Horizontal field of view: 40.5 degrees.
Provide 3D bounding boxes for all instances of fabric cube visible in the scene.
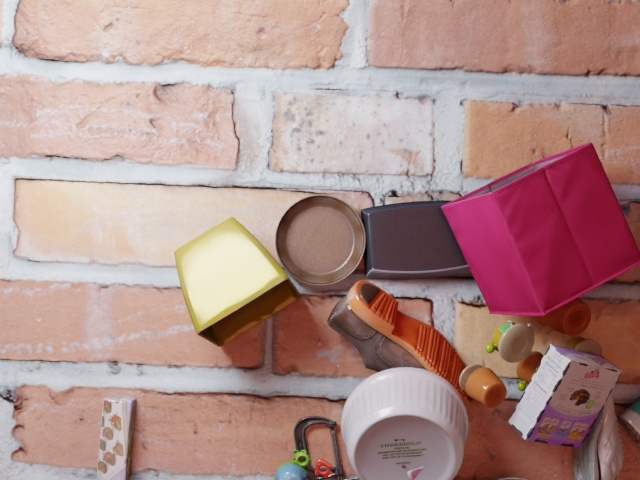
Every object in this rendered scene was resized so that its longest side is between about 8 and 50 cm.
[{"bbox_3d":[0.445,-0.017,1.770,0.259,0.254,0.258,-26,91,-14],"label":"fabric cube"}]

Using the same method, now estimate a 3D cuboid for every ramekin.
[{"bbox_3d":[0.173,0.408,1.783,0.272,0.127,0.273,2,114,4],"label":"ramekin"}]

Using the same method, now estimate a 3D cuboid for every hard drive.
[{"bbox_3d":[0.220,-0.002,1.894,0.254,0.054,0.172,-4,87,-1],"label":"hard drive"}]

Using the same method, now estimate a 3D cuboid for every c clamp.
[{"bbox_3d":[0.014,0.455,1.885,0.137,0.022,0.161,-15,89,4],"label":"c clamp"}]

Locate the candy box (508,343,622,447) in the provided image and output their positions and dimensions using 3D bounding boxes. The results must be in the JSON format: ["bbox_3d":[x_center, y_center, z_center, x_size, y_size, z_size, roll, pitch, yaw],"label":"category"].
[{"bbox_3d":[0.510,0.326,1.810,0.164,0.070,0.196,15,107,-31],"label":"candy box"}]

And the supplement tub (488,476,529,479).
[{"bbox_3d":[0.402,0.603,1.731,0.228,0.316,0.229,0,87,-1],"label":"supplement tub"}]

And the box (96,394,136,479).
[{"bbox_3d":[-0.441,0.496,1.853,0.063,0.067,0.324,4,86,0],"label":"box"}]

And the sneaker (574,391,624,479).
[{"bbox_3d":[0.607,0.424,1.871,0.094,0.090,0.235,7,87,-19],"label":"sneaker"}]

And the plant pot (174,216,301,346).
[{"bbox_3d":[-0.187,0.078,1.820,0.212,0.212,0.187,-31,74,-2],"label":"plant pot"}]

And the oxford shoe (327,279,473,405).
[{"bbox_3d":[0.176,0.241,1.867,0.363,0.130,0.133,42,120,-5],"label":"oxford shoe"}]

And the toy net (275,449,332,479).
[{"bbox_3d":[0.019,0.535,1.859,0.232,0.045,0.122,33,103,-5],"label":"toy net"}]

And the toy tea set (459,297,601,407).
[{"bbox_3d":[0.436,0.222,1.852,0.335,0.124,0.200,-18,114,-18],"label":"toy tea set"}]

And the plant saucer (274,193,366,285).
[{"bbox_3d":[0.000,0.000,1.897,0.198,0.036,0.199,0,86,2],"label":"plant saucer"}]

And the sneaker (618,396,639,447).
[{"bbox_3d":[0.776,0.454,1.850,0.121,0.108,0.302,-39,91,-5],"label":"sneaker"}]

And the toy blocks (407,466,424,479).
[{"bbox_3d":[0.115,0.613,1.719,0.288,0.309,0.260,-22,95,-4],"label":"toy blocks"}]
